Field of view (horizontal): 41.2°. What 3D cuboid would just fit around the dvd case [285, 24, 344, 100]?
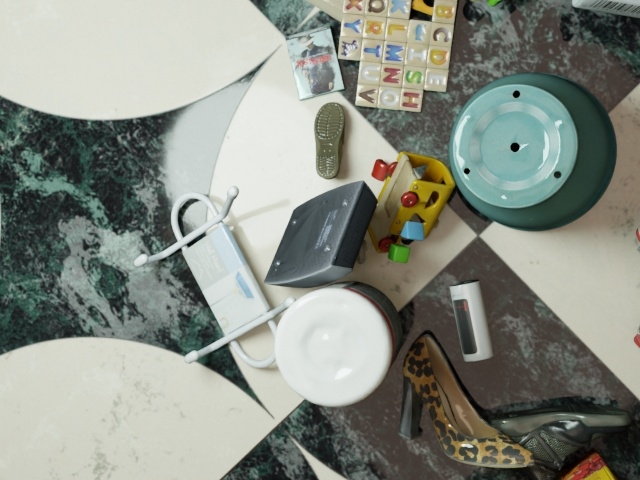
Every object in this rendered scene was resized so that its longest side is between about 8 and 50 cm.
[{"bbox_3d":[-0.010,-0.322,1.549,0.087,0.013,0.120,-12,87,9],"label":"dvd case"}]

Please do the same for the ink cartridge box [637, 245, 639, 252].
[{"bbox_3d":[0.609,0.026,1.429,0.122,0.052,0.088,45,96,5],"label":"ink cartridge box"}]

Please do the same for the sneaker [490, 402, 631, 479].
[{"bbox_3d":[0.413,0.348,1.446,0.227,0.087,0.130,-11,90,12],"label":"sneaker"}]

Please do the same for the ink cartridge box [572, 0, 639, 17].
[{"bbox_3d":[0.590,-0.548,1.372,0.308,0.091,0.385,8,90,-3],"label":"ink cartridge box"}]

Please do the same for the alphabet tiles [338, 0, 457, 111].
[{"bbox_3d":[0.132,-0.351,1.502,0.198,0.009,0.237,6,100,3],"label":"alphabet tiles"}]

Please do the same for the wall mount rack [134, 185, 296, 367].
[{"bbox_3d":[-0.165,0.060,1.480,0.304,0.130,0.350,-32,85,34],"label":"wall mount rack"}]

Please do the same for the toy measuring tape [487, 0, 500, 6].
[{"bbox_3d":[0.374,-0.518,1.442,0.330,0.121,0.121,-34,85,-1],"label":"toy measuring tape"}]

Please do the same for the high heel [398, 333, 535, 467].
[{"bbox_3d":[0.246,0.269,1.432,0.261,0.093,0.186,11,97,37],"label":"high heel"}]

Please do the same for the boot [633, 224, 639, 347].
[{"bbox_3d":[0.553,0.093,1.391,0.244,0.088,0.176,51,133,-3],"label":"boot"}]

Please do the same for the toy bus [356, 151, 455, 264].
[{"bbox_3d":[0.154,-0.050,1.473,0.104,0.202,0.191,8,84,-21],"label":"toy bus"}]

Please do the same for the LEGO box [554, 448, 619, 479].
[{"bbox_3d":[0.304,0.581,1.318,0.500,0.372,0.193,-38,84,7],"label":"LEGO box"}]

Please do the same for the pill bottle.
[{"bbox_3d":[0.042,0.156,1.386,0.176,0.318,0.176,0,90,10],"label":"pill bottle"}]

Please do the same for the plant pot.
[{"bbox_3d":[0.321,-0.145,1.349,0.271,0.255,0.272,1,93,21],"label":"plant pot"}]

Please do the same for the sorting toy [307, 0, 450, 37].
[{"bbox_3d":[0.069,-0.484,1.514,0.347,0.047,0.196,32,100,-1],"label":"sorting toy"}]

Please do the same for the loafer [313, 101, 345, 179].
[{"bbox_3d":[0.015,-0.176,1.529,0.056,0.050,0.148,6,75,6],"label":"loafer"}]

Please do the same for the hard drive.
[{"bbox_3d":[0.000,0.000,1.426,0.054,0.254,0.172,29,69,-21],"label":"hard drive"}]

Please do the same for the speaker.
[{"bbox_3d":[0.263,0.139,1.485,0.055,0.055,0.136,-11,89,9],"label":"speaker"}]
